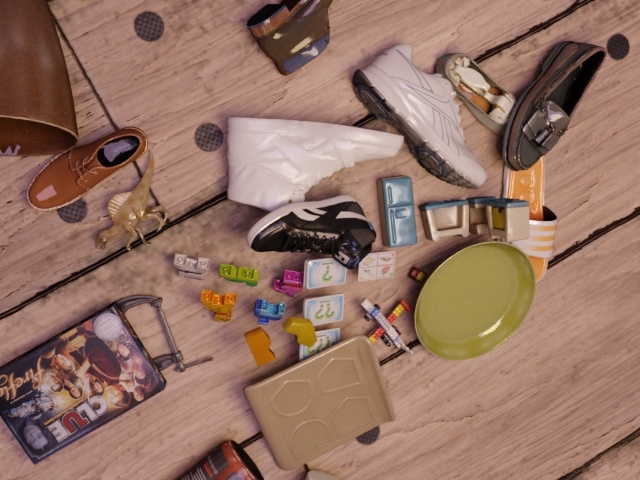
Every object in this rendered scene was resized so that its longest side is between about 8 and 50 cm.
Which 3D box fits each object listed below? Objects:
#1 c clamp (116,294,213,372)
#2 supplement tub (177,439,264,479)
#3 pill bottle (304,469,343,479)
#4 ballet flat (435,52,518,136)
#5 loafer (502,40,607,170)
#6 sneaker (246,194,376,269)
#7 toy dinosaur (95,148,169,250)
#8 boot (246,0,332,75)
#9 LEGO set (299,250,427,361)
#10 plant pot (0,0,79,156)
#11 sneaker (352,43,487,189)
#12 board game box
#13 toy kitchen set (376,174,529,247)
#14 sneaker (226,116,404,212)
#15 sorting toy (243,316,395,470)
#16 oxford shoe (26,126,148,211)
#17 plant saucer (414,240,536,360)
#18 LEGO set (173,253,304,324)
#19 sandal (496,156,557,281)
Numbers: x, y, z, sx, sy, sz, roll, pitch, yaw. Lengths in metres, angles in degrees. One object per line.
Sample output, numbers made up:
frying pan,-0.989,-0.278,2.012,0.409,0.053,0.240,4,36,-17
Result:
c clamp,-0.275,0.158,1.266,0.137,0.022,0.161,-25,102,-3
supplement tub,-0.198,0.435,1.267,0.198,0.106,0.106,-38,102,-6
pill bottle,-0.016,0.505,1.312,0.112,0.112,0.187,21,92,-14
ballet flat,0.291,-0.250,1.320,0.213,0.068,0.072,35,88,-14
loafer,0.406,-0.238,1.311,0.096,0.084,0.267,38,76,-35
sneaker,0.000,0.000,1.199,0.217,0.079,0.121,-18,59,-31
toy dinosaur,-0.294,-0.051,1.220,0.092,0.053,0.183,32,89,-12
boot,-0.012,-0.370,1.251,0.219,0.082,0.106,-36,124,-11
LEGO set,0.084,0.113,1.291,0.244,0.060,0.182,-5,108,-31
plant pot,-0.464,-0.260,1.098,0.215,0.215,0.230,-1,82,-12
sneaker,0.193,-0.209,1.286,0.129,0.111,0.297,-46,104,-10
board game box,-0.398,0.231,1.224,0.243,0.042,0.165,-30,102,-3
toy kitchen set,0.221,-0.055,1.275,0.207,0.166,0.122,-9,98,-12
sneaker,-0.012,-0.114,1.256,0.292,0.108,0.169,3,97,-3
sorting toy,-0.011,0.240,1.279,0.229,0.041,0.307,-22,122,-7
oxford shoe,-0.371,-0.116,1.186,0.212,0.076,0.076,-34,104,-5
plant saucer,0.268,0.102,1.337,0.241,0.037,0.241,-10,119,-18
LEGO set,-0.138,0.095,1.262,0.227,0.093,0.087,10,63,-9
sandal,0.374,-0.050,1.356,0.102,0.076,0.265,-4,97,-12
